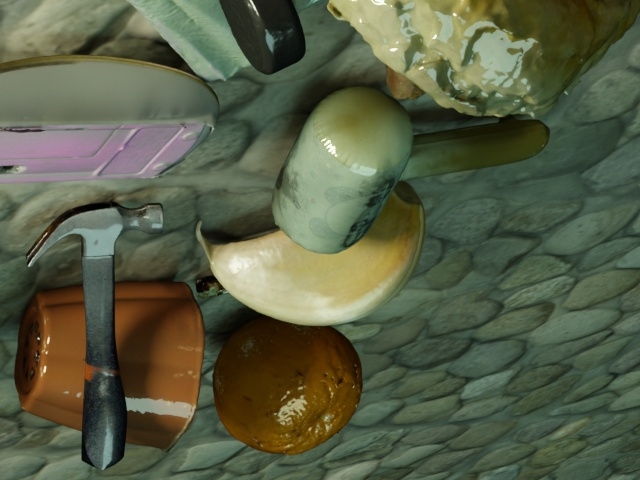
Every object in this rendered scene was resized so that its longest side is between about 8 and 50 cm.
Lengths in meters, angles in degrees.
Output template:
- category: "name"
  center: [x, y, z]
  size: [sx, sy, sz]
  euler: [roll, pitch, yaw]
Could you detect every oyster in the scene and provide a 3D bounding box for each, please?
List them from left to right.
- category: "oyster"
  center: [-0.082, 0.043, 1.931]
  size: [0.132, 0.029, 0.086]
  euler: [-13, -179, -43]

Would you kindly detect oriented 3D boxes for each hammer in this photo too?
- category: "hammer"
  center: [-0.231, 0.103, 1.729]
  size: [0.137, 0.037, 0.289]
  euler: [-2, 108, -13]
- category: "hammer"
  center: [0.107, -0.088, 1.720]
  size: [0.305, 0.113, 0.202]
  euler: [-13, 158, -25]

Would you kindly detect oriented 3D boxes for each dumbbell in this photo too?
- category: "dumbbell"
  center: [0.018, -0.214, 1.349]
  size: [0.191, 0.100, 0.100]
  euler: [-28, 157, -12]

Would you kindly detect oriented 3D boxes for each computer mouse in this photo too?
- category: "computer mouse"
  center: [-0.238, -0.102, 1.469]
  size: [0.310, 0.071, 0.158]
  euler: [-5, 159, -35]

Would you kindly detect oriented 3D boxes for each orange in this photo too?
- category: "orange"
  center: [-0.043, 0.172, 2.075]
  size: [0.193, 0.161, 0.193]
  euler: [-19, 145, -14]

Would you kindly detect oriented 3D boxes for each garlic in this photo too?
- category: "garlic"
  center: [-0.002, 0.012, 1.842]
  size: [0.245, 0.145, 0.164]
  euler: [-17, 125, 0]

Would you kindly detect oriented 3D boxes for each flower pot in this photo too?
- category: "flower pot"
  center: [-0.238, 0.129, 1.851]
  size: [0.173, 0.190, 0.190]
  euler: [9, 146, -22]

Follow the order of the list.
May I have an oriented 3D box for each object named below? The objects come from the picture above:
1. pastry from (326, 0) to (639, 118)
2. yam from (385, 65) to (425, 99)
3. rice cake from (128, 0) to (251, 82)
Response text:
- category: "pastry"
  center: [0.103, -0.228, 1.186]
  size: [0.330, 0.329, 0.136]
  euler: [8, 145, -44]
- category: "yam"
  center: [0.094, -0.206, 1.523]
  size: [0.057, 0.056, 0.241]
  euler: [-13, 153, -12]
- category: "rice cake"
  center: [-0.108, -0.196, 1.409]
  size: [0.080, 0.042, 0.222]
  euler: [-20, 157, 14]
